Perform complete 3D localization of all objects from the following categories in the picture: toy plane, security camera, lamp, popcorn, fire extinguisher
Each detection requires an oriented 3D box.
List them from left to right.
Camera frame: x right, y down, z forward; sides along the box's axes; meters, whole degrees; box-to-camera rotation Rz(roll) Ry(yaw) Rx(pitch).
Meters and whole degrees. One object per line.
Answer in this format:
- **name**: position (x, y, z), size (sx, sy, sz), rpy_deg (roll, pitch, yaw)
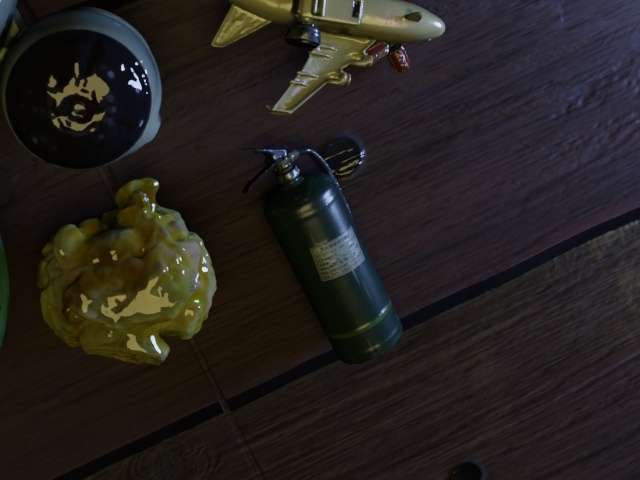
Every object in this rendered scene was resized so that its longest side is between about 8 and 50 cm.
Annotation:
- **security camera**: position (-0.284, -0.173, 0.963), size (0.277, 0.191, 0.197), rpy_deg (27, 100, -22)
- **popcorn**: position (-0.205, 0.040, 1.075), size (0.185, 0.167, 0.187), rpy_deg (-43, 111, 3)
- **fire extinguisher**: position (0.000, 0.000, 1.154), size (0.118, 0.093, 0.294), rpy_deg (-39, 116, -26)
- **toy plane**: position (0.013, -0.240, 1.050), size (0.244, 0.092, 0.229), rpy_deg (7, 91, -3)
- **lamp**: position (0.078, -0.232, 1.118), size (0.063, 0.031, 0.083), rpy_deg (10, 104, -19)

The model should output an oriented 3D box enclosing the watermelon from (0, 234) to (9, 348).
- **watermelon**: position (-0.461, 0.046, 0.924), size (0.363, 0.363, 0.363), rpy_deg (-5, 111, -12)
